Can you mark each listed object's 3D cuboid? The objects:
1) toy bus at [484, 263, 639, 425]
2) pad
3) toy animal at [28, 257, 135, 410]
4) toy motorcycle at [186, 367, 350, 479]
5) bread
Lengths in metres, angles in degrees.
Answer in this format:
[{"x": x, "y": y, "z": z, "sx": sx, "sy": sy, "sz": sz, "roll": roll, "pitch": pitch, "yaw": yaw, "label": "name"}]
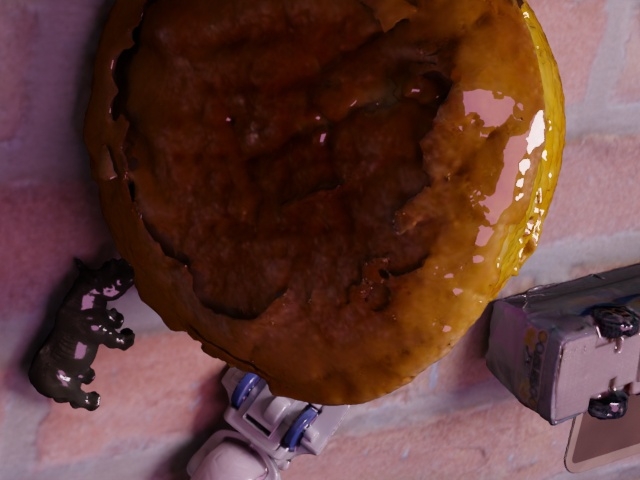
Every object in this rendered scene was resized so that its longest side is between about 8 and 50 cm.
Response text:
[{"x": 0.304, "y": 0.084, "z": 1.731, "sx": 0.317, "sy": 0.138, "sz": 0.112, "roll": -10, "pitch": 116, "yaw": -36, "label": "toy bus"}, {"x": 0.371, "y": 0.156, "z": 1.926, "sx": 0.266, "sy": 0.002, "sz": 0.176, "roll": -11, "pitch": 121, "yaw": -37, "label": "pad"}, {"x": -0.175, "y": 0.063, "z": 1.350, "sx": 0.065, "sy": 0.047, "sz": 0.136, "roll": 20, "pitch": 106, "yaw": -38, "label": "toy animal"}, {"x": -0.023, "y": 0.135, "z": 1.507, "sx": 0.254, "sy": 0.112, "sz": 0.112, "roll": -54, "pitch": 137, "yaw": -1, "label": "toy motorcycle"}, {"x": 0.008, "y": -0.080, "z": 1.251, "sx": 0.204, "sy": 0.336, "sz": 0.358, "roll": -20, "pitch": 132, "yaw": -63, "label": "bread"}]
